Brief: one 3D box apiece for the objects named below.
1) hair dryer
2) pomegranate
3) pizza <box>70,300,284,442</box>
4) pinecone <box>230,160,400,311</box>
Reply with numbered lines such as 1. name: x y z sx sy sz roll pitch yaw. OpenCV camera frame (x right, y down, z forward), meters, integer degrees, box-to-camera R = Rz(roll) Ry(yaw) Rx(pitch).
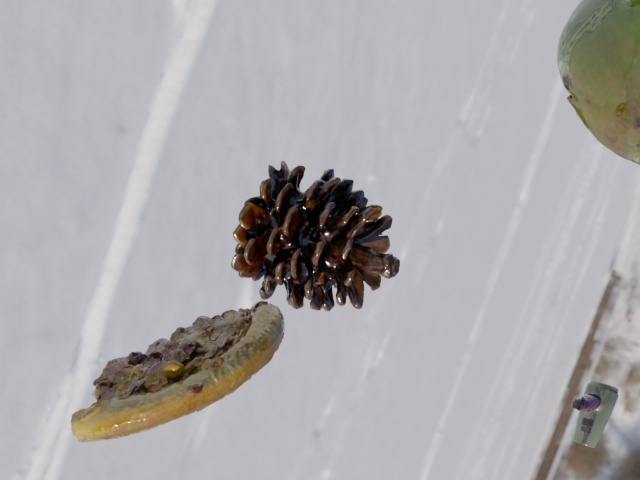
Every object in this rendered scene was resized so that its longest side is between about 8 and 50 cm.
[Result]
1. hair dryer: 0.425 0.270 2.017 0.154 0.054 0.106 34 77 -60
2. pomegranate: 0.405 -0.237 1.336 0.309 0.359 0.216 -8 160 -34
3. pizza: -0.129 0.121 1.199 0.246 0.127 0.058 -22 107 -23
4. pinecone: 0.001 0.000 1.610 0.168 0.212 0.186 46 59 -85
